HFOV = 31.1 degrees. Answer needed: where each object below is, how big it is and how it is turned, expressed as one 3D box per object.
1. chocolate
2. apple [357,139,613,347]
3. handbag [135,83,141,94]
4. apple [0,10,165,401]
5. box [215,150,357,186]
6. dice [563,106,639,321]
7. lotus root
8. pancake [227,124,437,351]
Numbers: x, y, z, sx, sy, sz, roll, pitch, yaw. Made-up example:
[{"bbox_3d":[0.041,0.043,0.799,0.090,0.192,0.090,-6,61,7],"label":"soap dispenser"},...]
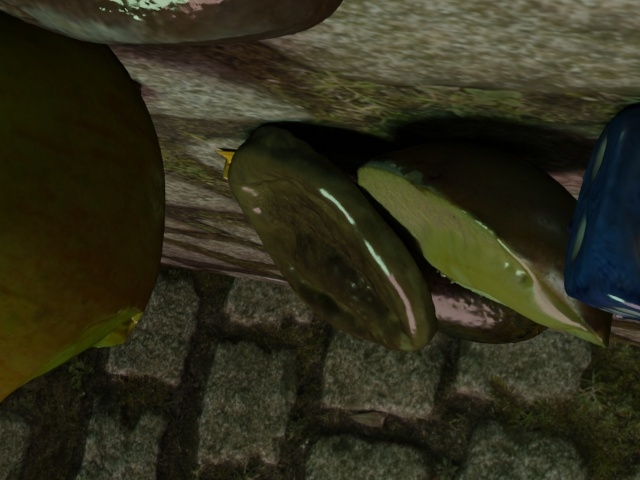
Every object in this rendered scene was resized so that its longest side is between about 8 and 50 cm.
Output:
[{"bbox_3d":[-0.109,-0.146,0.618,0.261,0.083,0.161,8,174,31],"label":"chocolate"},{"bbox_3d":[0.140,-0.025,0.982,0.193,0.120,0.265,42,172,-25],"label":"apple"},{"bbox_3d":[-0.269,-0.134,1.086,0.193,0.072,0.151,18,172,-27],"label":"handbag"},{"bbox_3d":[-0.280,-0.036,0.821,0.340,0.339,0.339,13,173,2],"label":"apple"},{"bbox_3d":[-0.009,-0.056,1.381,0.129,0.033,0.247,9,172,38],"label":"box"},{"bbox_3d":[0.255,-0.009,0.808,0.146,0.146,0.143,17,176,4],"label":"dice"},{"bbox_3d":[0.146,0.028,1.275,0.275,0.152,0.160,14,176,5],"label":"lotus root"},{"bbox_3d":[0.000,0.000,1.179,0.294,0.049,0.294,45,161,20],"label":"pancake"}]
